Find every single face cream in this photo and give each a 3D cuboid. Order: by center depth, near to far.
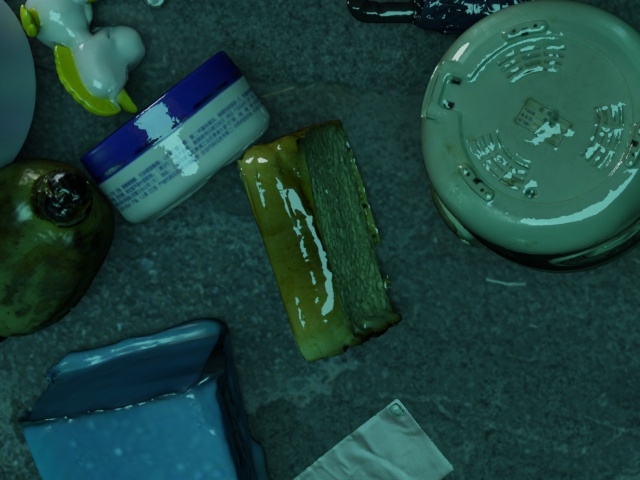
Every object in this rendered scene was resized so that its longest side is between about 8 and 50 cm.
[{"bbox_3d":[-0.158,-0.111,1.902,0.206,0.206,0.111,-38,98,8],"label":"face cream"}]

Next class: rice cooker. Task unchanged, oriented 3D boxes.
[{"bbox_3d":[0.251,-0.102,1.838,0.288,0.277,0.288,-2,82,11],"label":"rice cooker"}]

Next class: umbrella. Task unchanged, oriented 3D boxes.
[{"bbox_3d":[0.155,-0.264,1.936,0.248,0.071,0.071,0,98,8],"label":"umbrella"}]

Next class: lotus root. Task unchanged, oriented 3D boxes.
[{"bbox_3d":[-0.324,0.005,1.920,0.173,0.173,0.309,43,136,-2],"label":"lotus root"}]

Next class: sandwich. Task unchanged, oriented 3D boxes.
[{"bbox_3d":[-0.001,0.000,1.899,0.087,0.226,0.251,-17,94,17],"label":"sandwich"}]

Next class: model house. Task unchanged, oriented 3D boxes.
[{"bbox_3d":[-0.183,0.273,1.959,0.237,0.215,0.303,-14,100,5],"label":"model house"}]

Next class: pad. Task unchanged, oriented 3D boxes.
[{"bbox_3d":[0.054,0.288,2.042,0.188,0.006,0.113,-38,94,8],"label":"pad"}]

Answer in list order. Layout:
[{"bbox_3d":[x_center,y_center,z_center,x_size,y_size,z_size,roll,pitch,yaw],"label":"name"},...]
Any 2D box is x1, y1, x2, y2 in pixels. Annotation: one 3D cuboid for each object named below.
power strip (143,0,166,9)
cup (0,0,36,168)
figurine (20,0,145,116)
[{"bbox_3d":[-0.187,-0.400,1.935,0.198,0.064,0.213,43,100,0],"label":"power strip"},{"bbox_3d":[-0.502,-0.171,1.822,0.253,0.371,0.253,2,94,27],"label":"cup"},{"bbox_3d":[-0.267,-0.215,1.938,0.109,0.129,0.178,-36,98,36],"label":"figurine"}]
